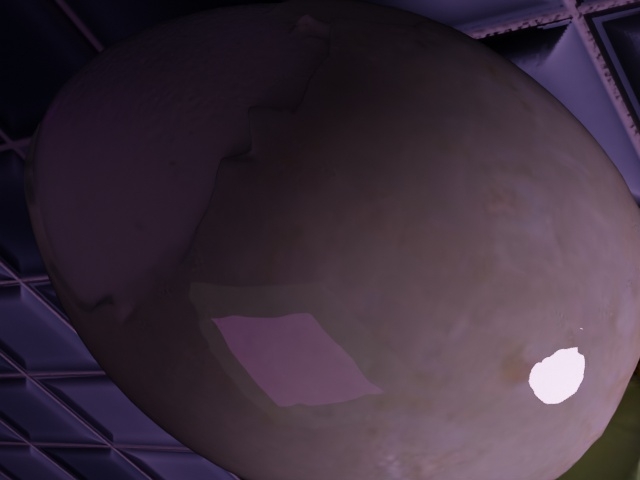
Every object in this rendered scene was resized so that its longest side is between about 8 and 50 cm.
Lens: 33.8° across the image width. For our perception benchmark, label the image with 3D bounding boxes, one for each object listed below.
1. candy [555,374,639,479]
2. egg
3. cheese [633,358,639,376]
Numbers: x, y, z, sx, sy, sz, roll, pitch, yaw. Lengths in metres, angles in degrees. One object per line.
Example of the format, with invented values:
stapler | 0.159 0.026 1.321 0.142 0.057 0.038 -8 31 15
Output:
candy | 0.078 0.136 0.762 0.344 0.142 0.131 10 117 36
egg | 0.000 0.000 0.592 0.336 0.278 0.278 24 147 -11
cheese | 0.237 0.085 0.740 0.270 0.069 0.176 7 124 21
